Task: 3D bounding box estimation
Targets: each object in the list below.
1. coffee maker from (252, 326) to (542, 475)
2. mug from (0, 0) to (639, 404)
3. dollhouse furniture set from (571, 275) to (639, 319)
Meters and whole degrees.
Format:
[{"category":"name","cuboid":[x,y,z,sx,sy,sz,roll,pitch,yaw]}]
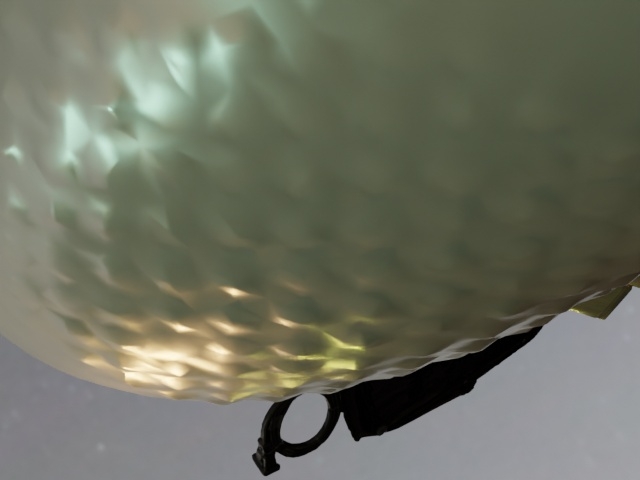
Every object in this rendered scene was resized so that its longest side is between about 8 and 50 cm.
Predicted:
[{"category":"coffee maker","cuboid":[0.000,0.000,0.956,0.171,0.178,0.120,-17,-44,-33]},{"category":"mug","cuboid":[0.024,-0.121,0.663,0.328,0.276,0.374,-35,20,40]},{"category":"dollhouse furniture set","cuboid":[0.164,-0.071,1.222,0.161,0.212,0.242,17,-38,-11]}]
